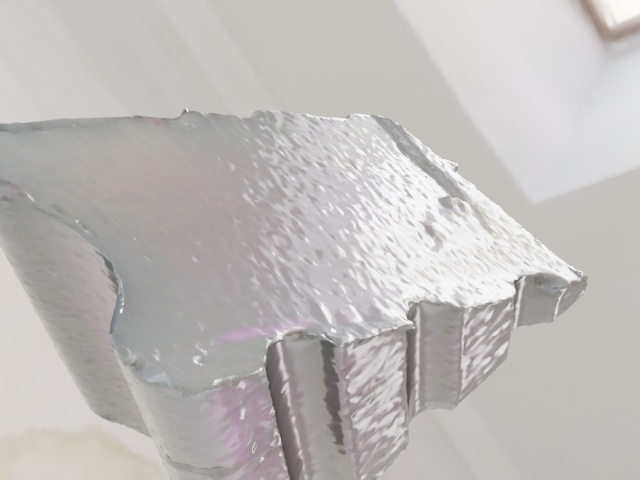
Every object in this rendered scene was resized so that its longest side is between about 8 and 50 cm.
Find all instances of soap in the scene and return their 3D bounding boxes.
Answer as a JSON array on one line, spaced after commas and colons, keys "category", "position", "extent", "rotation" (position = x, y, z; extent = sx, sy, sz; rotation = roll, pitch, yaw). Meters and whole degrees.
[{"category": "soap", "position": [0.000, 0.000, 0.676], "extent": [0.258, 0.302, 0.159], "rotation": [-37, -112, -14]}]
